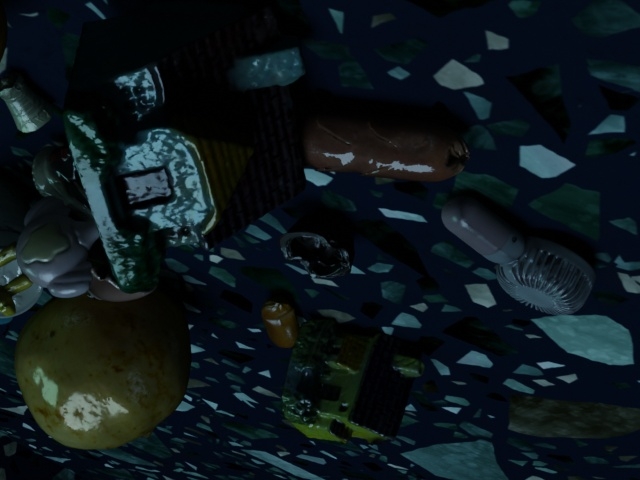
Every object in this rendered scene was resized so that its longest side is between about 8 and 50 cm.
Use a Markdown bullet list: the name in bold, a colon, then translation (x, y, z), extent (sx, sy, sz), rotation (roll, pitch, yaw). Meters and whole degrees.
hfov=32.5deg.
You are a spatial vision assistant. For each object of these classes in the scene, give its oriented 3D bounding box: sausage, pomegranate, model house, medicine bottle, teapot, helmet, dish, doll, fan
- **sausage**: translation (-0.071, 0.144, 1.970), extent (0.062, 0.054, 0.183), rotation (-18, 148, 0)
- **pomegranate**: translation (-0.384, 0.231, 2.027), extent (0.342, 0.342, 0.342), rotation (15, 155, 7)
- **model house**: translation (0.065, 0.257, 1.943), extent (0.211, 0.194, 0.170), rotation (5, 150, 28)
- **medicine bottle**: translation (-0.517, 0.009, 1.746), extent (0.143, 0.143, 0.258), rotation (35, -171, -31)
- **teapot**: translation (-0.414, -0.196, 1.513), extent (0.067, 0.057, 0.083), rotation (36, 163, 37)
- **helmet**: translation (0.000, 0.000, 1.609), extent (0.098, 0.070, 0.123), rotation (-16, 131, 41)
- **model house**: translation (-0.128, -0.109, 1.247), extent (0.248, 0.230, 0.280), rotation (-8, 129, 3)
- **dish**: translation (-0.356, 0.017, 1.713), extent (0.090, 0.213, 0.213), rotation (-36, 127, 24)
- **doll**: translation (-0.305, -0.026, 1.539), extent (0.365, 0.160, 0.094), rotation (-30, 157, 12)
- **fan**: translation (0.263, 0.016, 1.477), extent (0.244, 0.074, 0.130), rotation (36, 161, -23)
- **sausage**: translation (-0.028, -0.129, 1.357), extent (0.433, 0.088, 0.088), rotation (7, 153, 21)

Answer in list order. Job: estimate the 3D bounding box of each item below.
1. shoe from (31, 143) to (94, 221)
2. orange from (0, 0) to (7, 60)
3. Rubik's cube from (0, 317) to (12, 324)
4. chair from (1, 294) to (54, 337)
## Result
- **shoe**: translation (-0.315, -0.077, 1.643), extent (0.227, 0.099, 0.112), rotation (31, 141, -29)
- **orange**: translation (-0.466, -0.247, 1.278), extent (0.206, 0.206, 0.206), rotation (15, 155, 7)
- **Rubik's cube**: translation (-0.617, 0.052, 1.984), extent (0.254, 0.254, 0.254), rotation (15, 155, 7)
- **chair**: translation (-0.625, 0.073, 2.158), extent (0.174, 0.149, 0.213), rotation (2, 109, 35)
